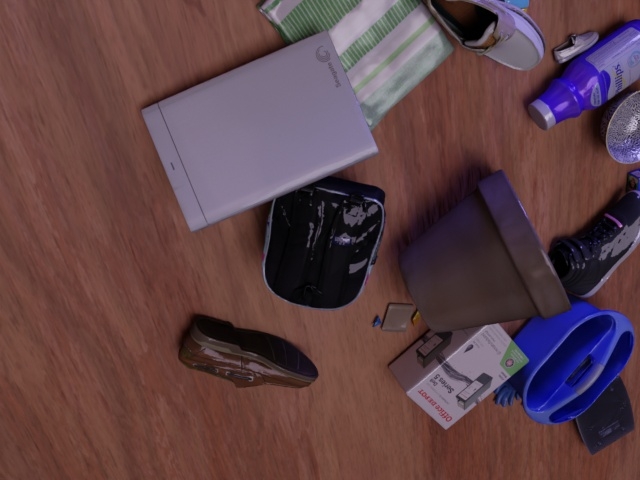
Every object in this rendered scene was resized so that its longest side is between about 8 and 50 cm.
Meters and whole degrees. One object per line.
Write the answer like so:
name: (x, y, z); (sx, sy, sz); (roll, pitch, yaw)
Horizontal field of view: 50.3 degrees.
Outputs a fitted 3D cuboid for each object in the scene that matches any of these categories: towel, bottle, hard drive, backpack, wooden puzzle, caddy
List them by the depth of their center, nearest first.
hard drive: (-0.105, -0.189, 1.187); (0.353, 0.047, 0.233); (-23, 87, 1)
towel: (0.074, -0.385, 1.248); (0.248, 0.038, 0.325); (-43, 122, 5)
backpack: (0.000, 0.000, 1.321); (0.225, 0.191, 0.253); (11, 107, -1)
bottle: (0.566, -0.336, 1.414); (0.283, 0.092, 0.118); (-35, 139, 0)
wooden puzzle: (0.182, 0.182, 1.601); (0.116, 0.014, 0.078); (12, 108, -25)
caddy: (0.627, 0.304, 1.709); (0.241, 0.179, 0.341); (33, 100, -27)
hard drive: (0.810, 0.497, 1.970); (0.172, 0.054, 0.255); (-31, 123, -2)

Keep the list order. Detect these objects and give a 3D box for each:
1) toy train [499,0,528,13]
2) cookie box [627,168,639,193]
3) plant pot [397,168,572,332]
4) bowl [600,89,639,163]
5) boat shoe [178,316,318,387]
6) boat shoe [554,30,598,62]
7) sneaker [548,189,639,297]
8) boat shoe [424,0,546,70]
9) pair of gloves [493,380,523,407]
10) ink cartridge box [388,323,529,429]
toy train: (0.384, -0.508, 1.293); (0.125, 0.046, 0.166); (39, 98, -27)
cookie box: (0.789, -0.122, 1.642); (0.092, 0.040, 0.107); (-18, 121, -10)
plant pot: (0.328, 0.054, 1.439); (0.280, 0.323, 0.323); (-26, 124, 14)
bowl: (0.679, -0.262, 1.506); (0.170, 0.080, 0.170); (-8, 118, -16)
boat shoe: (-0.156, 0.261, 1.473); (0.307, 0.111, 0.104); (25, 110, -19)
boat shoe: (0.525, -0.406, 1.402); (0.100, 0.035, 0.035); (-31, 126, 5)
sneaker: (0.652, 0.004, 1.620); (0.147, 0.104, 0.296); (13, 116, -31)
boat shoe: (0.299, -0.394, 1.264); (0.302, 0.103, 0.113); (26, 139, -23)
pair of gloves: (0.562, 0.388, 1.842); (0.198, 0.023, 0.159); (12, 112, -24)
ink cartridge box: (0.335, 0.300, 1.657); (0.273, 0.115, 0.198); (-42, 122, 5)
